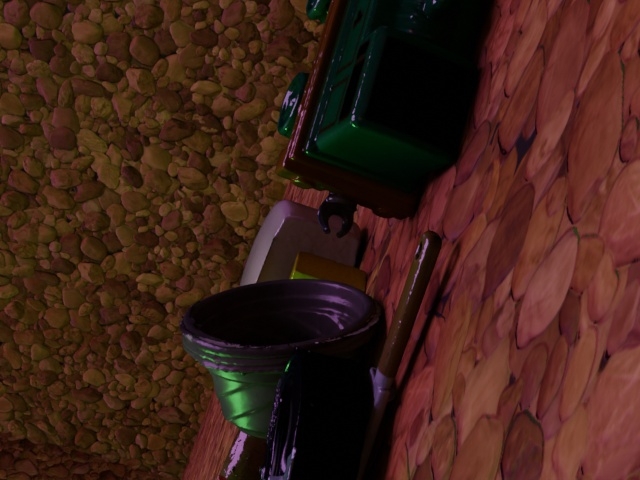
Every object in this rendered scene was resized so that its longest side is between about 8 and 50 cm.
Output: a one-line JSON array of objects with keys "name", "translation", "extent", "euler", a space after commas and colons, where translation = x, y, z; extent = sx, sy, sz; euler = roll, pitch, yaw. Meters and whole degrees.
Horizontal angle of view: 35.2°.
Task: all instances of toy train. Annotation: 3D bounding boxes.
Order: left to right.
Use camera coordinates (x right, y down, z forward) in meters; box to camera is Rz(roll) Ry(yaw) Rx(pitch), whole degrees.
[{"name": "toy train", "translation": [0.082, -0.213, 1.138], "extent": [0.249, 0.178, 0.429], "euler": [163, 125, -71]}]

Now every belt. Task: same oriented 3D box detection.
[{"name": "belt", "translation": [-0.012, 0.201, 0.974], "extent": [0.198, 0.078, 0.151], "euler": [-87, 15, -48]}]

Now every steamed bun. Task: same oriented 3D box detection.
[{"name": "steamed bun", "translation": [-0.041, 0.067, 1.485], "extent": [0.164, 0.146, 0.242], "euler": [-136, 64, -78]}]

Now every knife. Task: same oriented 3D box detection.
[{"name": "knife", "translation": [0.057, 0.147, 0.967], "extent": [0.061, 0.027, 0.343], "euler": [-108, 33, -70]}]

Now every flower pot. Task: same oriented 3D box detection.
[{"name": "flower pot", "translation": [-0.042, 0.140, 1.165], "extent": [0.235, 0.235, 0.141], "euler": [-100, 5, -77]}]

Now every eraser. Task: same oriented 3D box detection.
[{"name": "eraser", "translation": [-0.003, 0.084, 1.348], "extent": [0.045, 0.097, 0.122], "euler": [-81, 10, -53]}]

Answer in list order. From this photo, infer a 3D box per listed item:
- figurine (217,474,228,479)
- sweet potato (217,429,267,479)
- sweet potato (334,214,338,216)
[{"name": "figurine", "translation": [-0.186, 0.469, 1.551], "extent": [0.183, 0.160, 0.226], "euler": [-3, 44, 48]}, {"name": "sweet potato", "translation": [-0.109, 0.343, 1.692], "extent": [0.244, 0.077, 0.077], "euler": [-63, 7, 1]}, {"name": "sweet potato", "translation": [0.003, 0.002, 1.796], "extent": [0.153, 0.038, 0.041], "euler": [-68, 30, 20]}]
